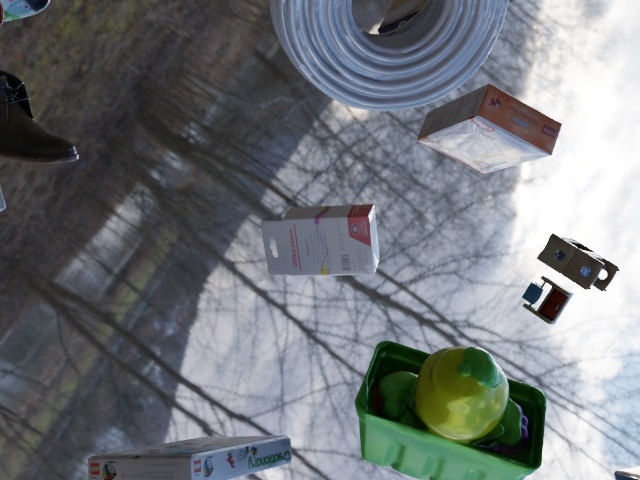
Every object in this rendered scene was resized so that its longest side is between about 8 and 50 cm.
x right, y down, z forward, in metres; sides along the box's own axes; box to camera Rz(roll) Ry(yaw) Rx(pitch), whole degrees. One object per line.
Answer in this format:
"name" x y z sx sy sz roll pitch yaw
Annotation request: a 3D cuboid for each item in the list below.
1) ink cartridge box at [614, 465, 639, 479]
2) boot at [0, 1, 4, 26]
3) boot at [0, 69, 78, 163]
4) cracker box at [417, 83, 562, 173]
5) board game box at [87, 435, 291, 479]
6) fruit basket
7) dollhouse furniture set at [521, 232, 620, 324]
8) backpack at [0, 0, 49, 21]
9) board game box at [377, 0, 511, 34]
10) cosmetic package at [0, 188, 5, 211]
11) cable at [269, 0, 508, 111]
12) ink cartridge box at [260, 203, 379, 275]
"ink cartridge box" 0.355 0.290 0.685 0.086 0.148 0.203 103 -22 -79
"boot" -0.323 -0.196 0.597 0.244 0.176 0.088 -27 -164 50
"boot" -0.428 -0.175 1.107 0.082 0.219 0.106 -40 144 -66
"cracker box" 0.296 -0.193 1.441 0.067 0.156 0.232 -68 -164 -10
"board game box" -0.203 0.360 1.323 0.305 0.193 0.053 15 70 -62
"fruit basket" 0.262 0.306 1.567 0.392 0.392 0.283 -50 -175 32
"dollhouse furniture set" 0.518 0.099 1.710 0.129 0.129 0.183 7 115 -55
"backpack" -0.616 -0.485 1.412 0.254 0.191 0.225 -17 -118 14
"board game box" 0.211 -0.356 1.133 0.243 0.042 0.165 -18 -153 28
"cosmetic package" -0.720 -0.077 1.461 0.310 0.160 0.113 -22 175 34
"cable" 0.075 -0.260 0.831 0.089 0.257 0.257 -115 -143 -56
"ink cartridge box" 0.000 0.000 1.455 0.067 0.198 0.115 -63 149 -64
